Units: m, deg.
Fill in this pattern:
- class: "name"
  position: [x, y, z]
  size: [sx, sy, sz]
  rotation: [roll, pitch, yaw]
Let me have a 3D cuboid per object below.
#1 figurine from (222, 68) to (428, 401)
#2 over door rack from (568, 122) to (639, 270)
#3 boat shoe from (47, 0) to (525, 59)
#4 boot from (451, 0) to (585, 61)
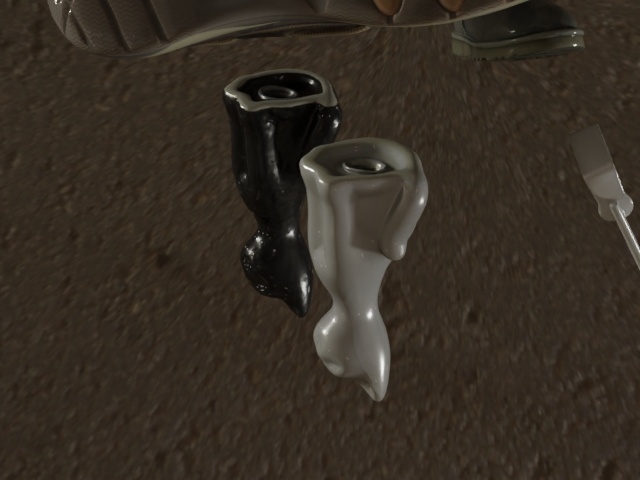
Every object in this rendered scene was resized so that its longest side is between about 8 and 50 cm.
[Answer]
- class: "figurine"
  position: [0.000, 0.000, 1.033]
  size: [0.092, 0.215, 0.209]
  rotation: [-14, 126, -25]
- class: "over door rack"
  position: [0.334, 0.032, 0.845]
  size: [0.239, 0.108, 0.324]
  rotation: [-25, 110, 13]
- class: "boat shoe"
  position: [0.005, -0.192, 0.808]
  size: [0.355, 0.130, 0.132]
  rotation: [-3, 100, 15]
- class: "boot"
  position: [0.129, -0.239, 0.958]
  size: [0.076, 0.189, 0.208]
  rotation: [-7, 103, -18]
